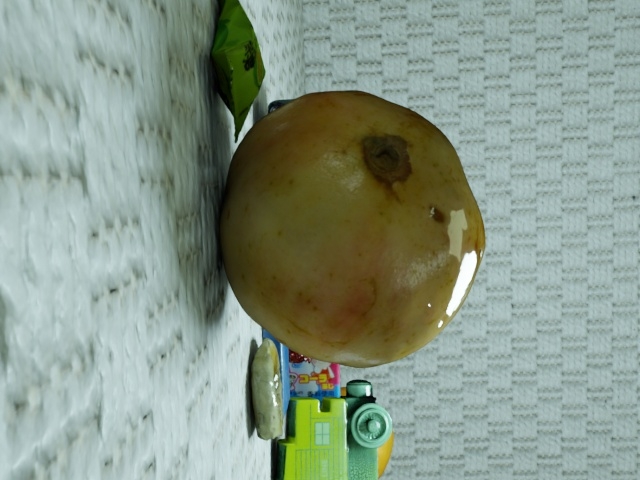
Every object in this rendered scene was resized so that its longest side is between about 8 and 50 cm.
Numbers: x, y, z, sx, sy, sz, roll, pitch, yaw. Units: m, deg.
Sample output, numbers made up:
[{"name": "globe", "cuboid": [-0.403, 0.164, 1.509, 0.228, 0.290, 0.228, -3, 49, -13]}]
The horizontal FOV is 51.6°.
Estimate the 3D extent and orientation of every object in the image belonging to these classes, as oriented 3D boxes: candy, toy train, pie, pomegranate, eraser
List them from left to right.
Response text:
[{"name": "candy", "cuboid": [-0.119, -0.265, 0.967, 0.149, 0.069, 0.246, 82, 5, -49]}, {"name": "pie", "cuboid": [-0.101, 0.278, 1.262, 0.218, 0.052, 0.184, -81, 165, -89]}, {"name": "eraser", "cuboid": [-0.098, 0.222, 1.459, 0.144, 0.043, 0.311, -71, 160, -81]}, {"name": "candy", "cuboid": [-0.027, 0.292, 1.758, 0.100, 0.157, 0.305, 84, 5, -60]}, {"name": "toy train", "cuboid": [0.028, 0.549, 1.542, 0.179, 0.273, 0.441, 131, -40, -77]}, {"name": "pomegranate", "cuboid": [0.044, -0.008, 0.981, 0.411, 0.412, 0.411, -2, 90, -88]}]

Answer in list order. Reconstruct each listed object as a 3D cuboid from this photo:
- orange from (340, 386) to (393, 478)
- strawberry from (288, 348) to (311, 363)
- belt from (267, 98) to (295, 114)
[{"name": "orange", "cuboid": [0.053, 0.569, 1.878, 0.312, 0.312, 0.311, -2, 90, -88]}, {"name": "strawberry", "cuboid": [-0.070, 0.232, 1.614, 0.145, 0.086, 0.145, -3, 90, -89]}, {"name": "belt", "cuboid": [-0.071, -0.186, 1.485, 0.325, 0.122, 0.260, -82, 175, -75]}]
